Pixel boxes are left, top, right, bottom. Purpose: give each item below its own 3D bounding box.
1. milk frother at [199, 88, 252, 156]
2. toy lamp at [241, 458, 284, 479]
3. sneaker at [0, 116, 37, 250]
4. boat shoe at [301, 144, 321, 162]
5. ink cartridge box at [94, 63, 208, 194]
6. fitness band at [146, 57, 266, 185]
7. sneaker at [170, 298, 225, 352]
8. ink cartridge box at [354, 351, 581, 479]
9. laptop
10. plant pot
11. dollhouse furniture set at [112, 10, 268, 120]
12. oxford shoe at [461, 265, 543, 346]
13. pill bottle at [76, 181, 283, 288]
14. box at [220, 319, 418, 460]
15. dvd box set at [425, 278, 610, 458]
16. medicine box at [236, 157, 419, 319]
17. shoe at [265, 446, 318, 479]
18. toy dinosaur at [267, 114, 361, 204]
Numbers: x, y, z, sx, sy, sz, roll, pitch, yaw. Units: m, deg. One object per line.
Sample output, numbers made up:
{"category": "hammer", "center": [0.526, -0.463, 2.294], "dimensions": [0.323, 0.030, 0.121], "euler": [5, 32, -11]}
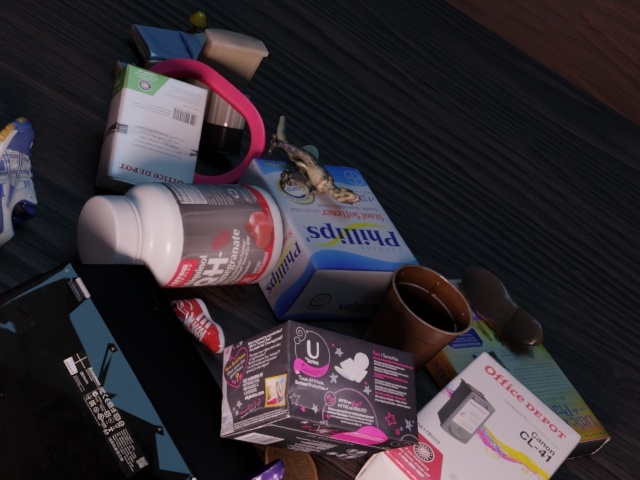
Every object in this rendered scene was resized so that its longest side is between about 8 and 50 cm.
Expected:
{"category": "milk frother", "center": [-0.227, -0.249, 2.054], "dimensions": [0.143, 0.134, 0.129], "euler": [5, 9, -44]}
{"category": "toy lamp", "center": [-0.016, 0.430, 1.360], "dimensions": [0.080, 0.080, 0.274], "euler": [-27, 84, -54]}
{"category": "sneaker", "center": [-0.515, -0.087, 1.650], "dimensions": [0.131, 0.112, 0.296], "euler": [42, 31, -20]}
{"category": "boat shoe", "center": [-0.016, -0.154, 2.206], "dimensions": [0.137, 0.049, 0.043], "euler": [-110, 176, -46]}
{"category": "ink cartridge box", "center": [-0.307, -0.186, 1.852], "dimensions": [0.160, 0.093, 0.219], "euler": [16, 72, -26]}
{"category": "fitness band", "center": [-0.239, -0.223, 1.969], "dimensions": [0.291, 0.209, 0.054], "euler": [42, -11, 10]}
{"category": "sneaker", "center": [-0.205, 0.139, 1.658], "dimensions": [0.067, 0.042, 0.118], "euler": [5, 35, -43]}
{"category": "ink cartridge box", "center": [0.241, 0.354, 1.638], "dimensions": [0.226, 0.131, 0.306], "euler": [42, 48, 15]}
{"category": "laptop", "center": [-0.303, 0.245, 1.372], "dimensions": [0.408, 0.236, 0.381], "euler": [-28, 80, -24]}
{"category": "plant pot", "center": [0.162, 0.158, 1.841], "dimensions": [0.167, 0.165, 0.167], "euler": [22, 34, -16]}
{"category": "dollhouse furniture set", "center": [-0.303, -0.431, 2.168], "dimensions": [0.287, 0.198, 0.303], "euler": [4, 42, -38]}
{"category": "oxford shoe", "center": [0.362, 0.138, 2.040], "dimensions": [0.212, 0.076, 0.076], "euler": [49, 5, 27]}
{"category": "pill bottle", "center": [-0.234, -0.009, 1.701], "dimensions": [0.319, 0.176, 0.176], "euler": [-1, 47, -42]}
{"category": "box", "center": [-0.001, 0.222, 1.475], "dimensions": [0.247, 0.163, 0.142], "euler": [20, 59, -36]}
{"category": "dvd box set", "center": [0.339, 0.246, 1.979], "dimensions": [0.308, 0.062, 0.420], "euler": [0, 45, -41]}
{"category": "medicine box", "center": [0.000, 0.000, 1.920], "dimensions": [0.264, 0.149, 0.289], "euler": [2, 43, -39]}
{"category": "shoe", "center": [-0.033, 0.384, 1.487], "dimensions": [0.077, 0.058, 0.219], "euler": [-3, 43, -25]}
{"category": "toy dinosaur", "center": [-0.039, -0.145, 1.886], "dimensions": [0.118, 0.064, 0.268], "euler": [0, 42, -50]}
